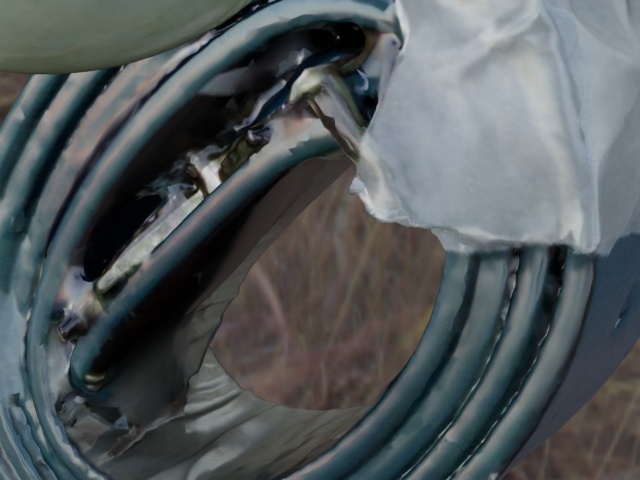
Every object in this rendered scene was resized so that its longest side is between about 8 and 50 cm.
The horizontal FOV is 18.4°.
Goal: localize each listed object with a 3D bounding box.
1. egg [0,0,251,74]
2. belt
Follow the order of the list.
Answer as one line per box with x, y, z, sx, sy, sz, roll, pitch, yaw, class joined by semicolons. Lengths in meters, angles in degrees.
-0.100;-0.151;0.690;0.186;0.186;0.253;37;23;24;egg
0.000;0.001;0.987;0.300;0.436;0.173;47;38;7;belt
